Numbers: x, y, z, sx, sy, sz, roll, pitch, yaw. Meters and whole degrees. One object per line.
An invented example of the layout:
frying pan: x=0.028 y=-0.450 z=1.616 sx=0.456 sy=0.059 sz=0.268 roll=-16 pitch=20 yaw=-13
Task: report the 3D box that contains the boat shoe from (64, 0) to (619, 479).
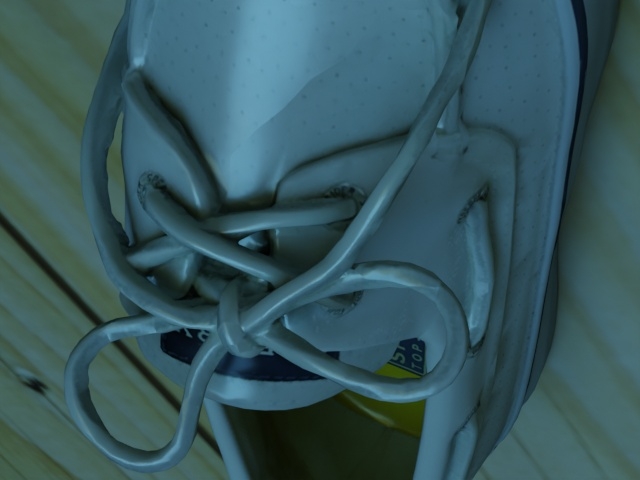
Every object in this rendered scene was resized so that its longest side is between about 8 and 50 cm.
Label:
boat shoe: x=-0.008 y=-0.002 z=0.515 sx=0.135 sy=0.156 sz=0.367 roll=19 pitch=147 yaw=16
